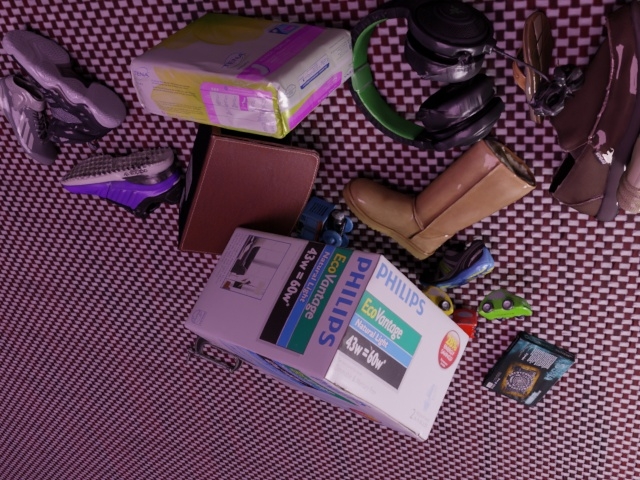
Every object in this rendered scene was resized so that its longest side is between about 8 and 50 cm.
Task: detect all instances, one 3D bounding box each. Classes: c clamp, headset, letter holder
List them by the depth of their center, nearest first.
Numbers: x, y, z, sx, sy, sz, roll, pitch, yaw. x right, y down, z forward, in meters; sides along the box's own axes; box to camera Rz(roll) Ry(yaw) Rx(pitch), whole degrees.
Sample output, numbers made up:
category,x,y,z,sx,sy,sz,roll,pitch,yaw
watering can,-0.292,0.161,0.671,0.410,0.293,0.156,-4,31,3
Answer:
category,x,y,z,sx,sy,sz,roll,pitch,yaw
headset,0.195,-0.239,1.047,0.394,0.185,0.243,9,131,37
letter holder,-0.141,-0.119,1.329,0.215,0.152,0.301,8,136,-19
c clamp,-0.281,0.309,1.827,0.161,0.022,0.137,20,127,8

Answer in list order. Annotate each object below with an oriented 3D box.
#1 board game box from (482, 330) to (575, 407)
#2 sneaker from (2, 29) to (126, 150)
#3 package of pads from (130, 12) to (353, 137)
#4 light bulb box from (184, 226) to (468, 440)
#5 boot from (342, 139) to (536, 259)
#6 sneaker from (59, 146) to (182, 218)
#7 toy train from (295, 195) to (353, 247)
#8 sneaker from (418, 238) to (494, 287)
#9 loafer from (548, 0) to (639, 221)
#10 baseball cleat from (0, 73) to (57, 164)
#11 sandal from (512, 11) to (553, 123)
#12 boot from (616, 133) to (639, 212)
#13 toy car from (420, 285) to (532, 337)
category,x,y,z,sx,sy,sz,roll,pitch,yaw
board game box,0.451,0.285,1.498,0.126,0.026,0.186,24,132,2
sneaker,-0.535,-0.289,1.382,0.269,0.101,0.153,39,129,-14
package of pads,-0.128,-0.273,1.109,0.297,0.229,0.101,15,134,27
light bulb box,0.017,0.170,1.284,0.361,0.225,0.358,11,159,43
boot,0.209,-0.101,1.248,0.236,0.089,0.269,32,133,-19
sneaker,-0.425,-0.107,1.487,0.294,0.102,0.146,-3,127,24
toy train,0.000,0.000,1.420,0.105,0.080,0.184,26,136,12
sneaker,0.267,0.049,1.361,0.067,0.078,0.188,0,160,-33
loafer,0.420,-0.182,1.055,0.130,0.133,0.365,8,130,16
baseball cleat,-0.614,-0.255,1.466,0.110,0.072,0.205,-14,125,23
sandal,0.329,-0.266,1.078,0.049,0.072,0.180,18,140,37
boot,0.528,-0.162,0.969,0.095,0.262,0.203,37,145,35
toy car,0.309,0.132,1.358,0.225,0.053,0.239,-13,149,40
